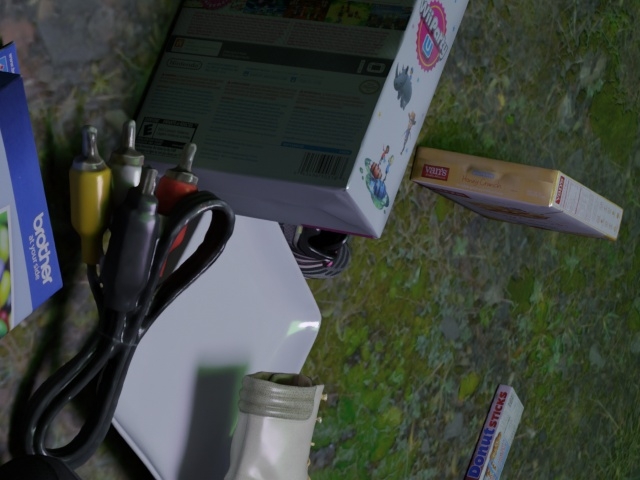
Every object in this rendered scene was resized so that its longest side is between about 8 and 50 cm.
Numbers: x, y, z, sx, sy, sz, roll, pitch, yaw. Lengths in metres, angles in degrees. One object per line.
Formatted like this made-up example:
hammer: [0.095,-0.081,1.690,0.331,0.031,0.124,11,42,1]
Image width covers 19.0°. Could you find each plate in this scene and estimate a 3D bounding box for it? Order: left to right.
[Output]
plate: [-0.103,0.102,1.731,0.277,0.045,0.278,-64,149,-29]

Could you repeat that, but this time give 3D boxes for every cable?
cable: [-0.161,0.049,1.542,0.139,0.072,0.287,9,106,-32]

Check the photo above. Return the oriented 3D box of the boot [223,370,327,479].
boot: [-0.028,0.207,1.789,0.213,0.077,0.165,19,81,-63]

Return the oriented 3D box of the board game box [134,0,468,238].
board game box: [-0.009,-0.168,1.623,0.097,0.224,0.303,49,57,-56]

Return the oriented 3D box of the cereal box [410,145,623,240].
cereal box: [0.227,-0.051,2.174,0.240,0.173,0.047,19,83,-62]

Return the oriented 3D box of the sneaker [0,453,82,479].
sneaker: [-0.277,0.253,1.365,0.341,0.125,0.140,-53,138,-45]

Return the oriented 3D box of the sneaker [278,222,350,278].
sneaker: [0.000,0.000,1.860,0.170,0.074,0.063,44,60,-59]

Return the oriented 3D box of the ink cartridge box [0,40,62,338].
ink cartridge box: [-0.277,0.003,1.349,0.311,0.065,0.186,-47,139,-49]

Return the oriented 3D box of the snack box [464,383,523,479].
snack box: [0.216,0.276,2.430,0.178,0.022,0.064,-67,151,-23]
